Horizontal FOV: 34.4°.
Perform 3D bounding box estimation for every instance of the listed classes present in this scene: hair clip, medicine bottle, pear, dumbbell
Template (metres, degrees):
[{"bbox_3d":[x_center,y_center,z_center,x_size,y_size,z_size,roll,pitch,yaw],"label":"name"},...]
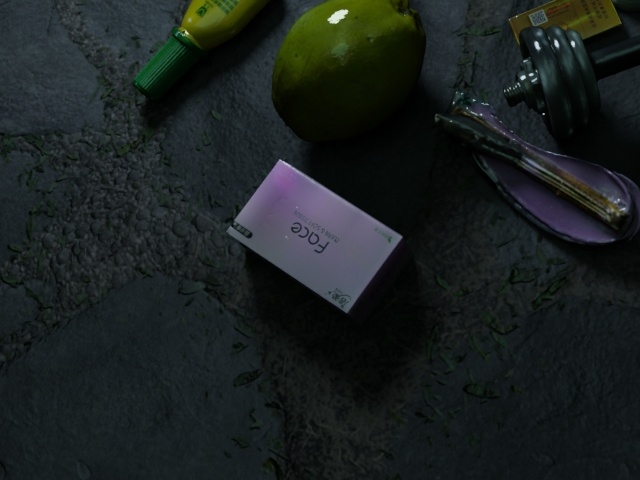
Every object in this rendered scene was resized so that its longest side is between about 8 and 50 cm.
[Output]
[{"bbox_3d":[0.313,-0.098,1.525,0.358,0.095,0.110,36,85,22],"label":"hair clip"},{"bbox_3d":[-0.202,-0.364,1.774,0.309,0.076,0.111,-46,60,-2],"label":"medicine bottle"},{"bbox_3d":[0.042,-0.268,1.600,0.269,0.212,0.212,-39,65,20],"label":"pear"},{"bbox_3d":[0.462,-0.275,1.496,0.406,0.179,0.179,-18,68,9],"label":"dumbbell"}]

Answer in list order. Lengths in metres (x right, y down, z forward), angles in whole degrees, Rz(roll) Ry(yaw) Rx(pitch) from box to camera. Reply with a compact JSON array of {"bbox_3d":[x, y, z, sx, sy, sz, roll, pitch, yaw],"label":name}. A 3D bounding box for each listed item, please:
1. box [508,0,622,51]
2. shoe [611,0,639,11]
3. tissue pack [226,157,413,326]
[{"bbox_3d":[0.383,-0.339,1.624,0.156,0.022,0.089,-23,66,8],"label":"box"},{"bbox_3d":[0.566,-0.420,1.552,0.264,0.110,0.095,-15,68,14],"label":"shoe"},{"bbox_3d":[0.000,0.000,1.586,0.246,0.092,0.149,33,82,24],"label":"tissue pack"}]
